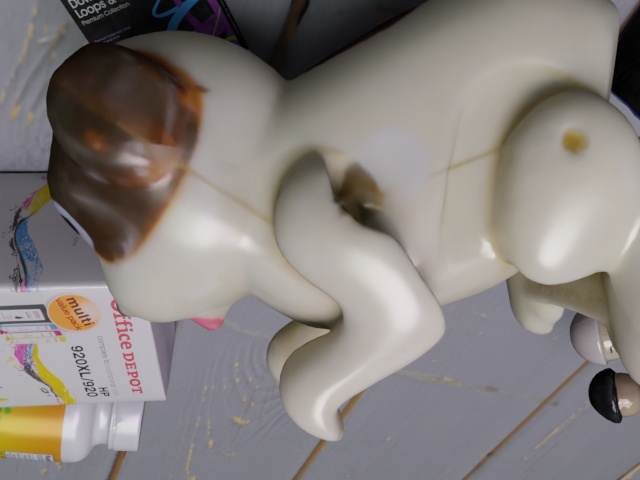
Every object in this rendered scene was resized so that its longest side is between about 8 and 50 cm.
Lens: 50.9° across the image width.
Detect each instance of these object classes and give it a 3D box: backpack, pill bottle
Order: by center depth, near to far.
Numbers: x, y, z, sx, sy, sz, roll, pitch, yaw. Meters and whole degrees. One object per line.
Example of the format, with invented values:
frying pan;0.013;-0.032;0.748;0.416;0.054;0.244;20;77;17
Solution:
backpack;0.311;-0.148;0.570;0.084;0.114;0.105;14;128;-16
pill bottle;-0.336;0.191;0.805;0.245;0.136;0.136;8;131;-12

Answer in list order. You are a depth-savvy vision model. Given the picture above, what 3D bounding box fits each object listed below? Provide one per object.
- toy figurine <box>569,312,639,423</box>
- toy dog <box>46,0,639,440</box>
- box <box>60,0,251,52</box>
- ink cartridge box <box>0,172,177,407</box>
toy figurine;0.345;0.071;0.710;0.148;0.210;0.213;-11;140;26
toy dog;0.014;-0.052;0.490;0.407;0.284;0.395;-3;102;-5
box;-0.136;-0.181;0.562;0.116;0.029;0.162;-20;129;12
ink cartridge box;-0.267;0.047;0.660;0.232;0.168;0.171;-1;131;-5
